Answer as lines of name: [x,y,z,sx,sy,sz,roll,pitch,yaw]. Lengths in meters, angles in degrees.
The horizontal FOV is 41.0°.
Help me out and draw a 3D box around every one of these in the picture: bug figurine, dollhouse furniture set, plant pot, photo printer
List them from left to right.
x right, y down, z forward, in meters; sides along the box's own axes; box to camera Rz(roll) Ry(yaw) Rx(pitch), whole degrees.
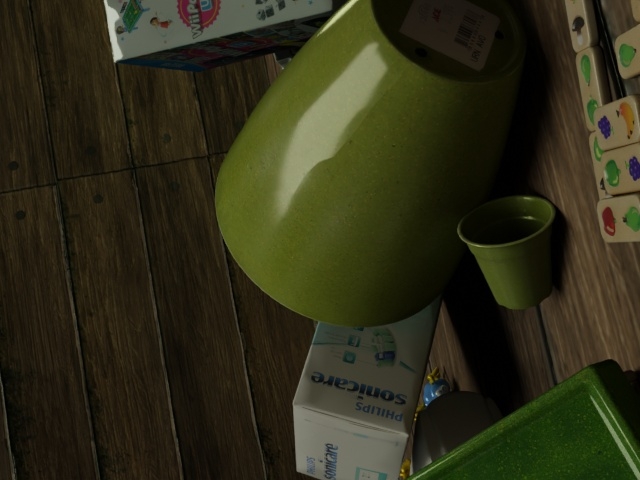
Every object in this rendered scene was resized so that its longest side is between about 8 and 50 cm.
plant pot: [0.064,-0.105,0.801,0.293,0.275,0.274,119,143,-54]
bug figurine: [0.114,0.318,1.170,0.072,0.279,0.216,26,152,37]
photo printer: [0.178,0.361,0.995,0.307,0.107,0.256,88,169,-47]
plant pot: [0.170,0.015,0.745,0.083,0.083,0.079,-115,3,-64]
dollhouse furniture set: [0.214,0.239,0.538,0.198,0.151,0.301,7,-128,-57]

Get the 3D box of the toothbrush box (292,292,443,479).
toothbrush box: [0.066,0.115,0.995,0.216,0.126,0.295,91,-165,-56]

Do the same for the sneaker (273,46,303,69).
sneaker: [0.000,-0.260,1.594,0.146,0.123,0.330,-42,-57,-77]

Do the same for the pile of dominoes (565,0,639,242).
pile of dominoes: [0.186,-0.125,0.525,0.196,0.040,0.251,171,88,-83]

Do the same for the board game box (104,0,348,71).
board game box: [-0.090,-0.301,1.121,0.224,0.304,0.097,-20,-78,-67]
